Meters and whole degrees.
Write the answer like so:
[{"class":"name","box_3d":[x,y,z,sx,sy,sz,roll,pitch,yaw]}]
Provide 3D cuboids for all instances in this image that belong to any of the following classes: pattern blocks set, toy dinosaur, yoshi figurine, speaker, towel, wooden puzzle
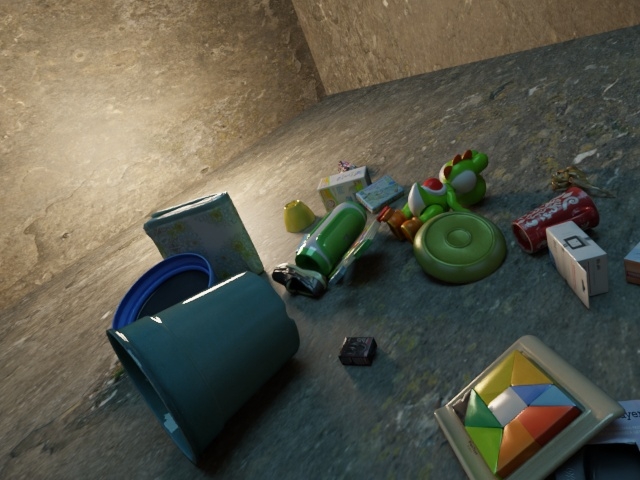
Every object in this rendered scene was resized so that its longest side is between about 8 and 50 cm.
[{"class":"pattern blocks set","box_3d":[0.117,0.010,1.264,0.285,0.026,0.325,-50,0,14]},{"class":"toy dinosaur","box_3d":[0.732,-0.177,1.219,0.112,0.064,0.212,-16,29,15]},{"class":"yoshi figurine","box_3d":[0.394,-0.117,1.330,0.362,0.203,0.203,-43,-11,-5]},{"class":"speaker","box_3d":[0.041,-0.006,1.402,0.131,0.131,0.296,1,38,40]},{"class":"towel","box_3d":[-0.426,0.013,1.550,0.374,0.321,0.090,-14,26,22]},{"class":"wooden puzzle","box_3d":[0.311,0.273,0.688,0.238,0.044,0.221,-41,16,5]}]

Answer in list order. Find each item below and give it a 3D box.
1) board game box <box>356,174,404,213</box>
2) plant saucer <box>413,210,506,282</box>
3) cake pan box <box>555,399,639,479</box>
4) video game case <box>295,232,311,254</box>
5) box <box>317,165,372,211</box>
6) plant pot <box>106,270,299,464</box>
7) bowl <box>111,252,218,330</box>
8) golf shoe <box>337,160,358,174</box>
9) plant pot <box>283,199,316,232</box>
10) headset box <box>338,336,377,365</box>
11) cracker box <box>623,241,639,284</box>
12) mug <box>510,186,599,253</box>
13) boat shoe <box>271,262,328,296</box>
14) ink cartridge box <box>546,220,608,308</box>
[{"class":"board game box","box_3d":[0.227,-0.178,1.624,0.154,0.026,0.103,-32,57,-14]},{"class":"plant saucer","box_3d":[0.367,0.003,1.133,0.240,0.037,0.241,-9,50,11]},{"class":"cake pan box","box_3d":[0.456,0.326,0.550,0.266,0.070,0.246,-14,27,22]},{"class":"video game case","box_3d":[0.000,0.000,1.556,0.166,0.015,0.119,-11,30,25]},{"class":"box","box_3d":[0.103,-0.208,1.731,0.203,0.114,0.103,-13,31,19]},{"class":"plant pot","box_3d":[-0.251,0.260,0.998,0.334,0.341,0.341,-33,27,-34]},{"class":"bowl","box_3d":[-0.513,0.218,1.425,0.390,0.077,0.391,-17,44,17]},{"class":"golf shoe","box_3d":[0.130,-0.329,1.995,0.085,0.068,0.186,-1,24,-12]},{"class":"plant pot","box_3d":[-0.098,-0.109,1.742,0.134,0.095,0.134,-19,28,11]},{"class":"headset box","box_3d":[0.092,0.260,1.001,0.083,0.032,0.062,-9,31,31]},{"class":"cracker box","box_3d":[0.754,0.016,0.853,0.232,0.067,0.155,-34,28,-20]},{"class":"mug","box_3d":[0.574,-0.052,1.048,0.169,0.150,0.113,-27,64,5]},{"class":"boat shoe","box_3d":[-0.080,0.127,1.327,0.223,0.080,0.073,7,36,39]},{"class":"ink cartridge box","box_3d":[0.559,0.049,0.915,0.060,0.104,0.180,-18,29,11]}]
